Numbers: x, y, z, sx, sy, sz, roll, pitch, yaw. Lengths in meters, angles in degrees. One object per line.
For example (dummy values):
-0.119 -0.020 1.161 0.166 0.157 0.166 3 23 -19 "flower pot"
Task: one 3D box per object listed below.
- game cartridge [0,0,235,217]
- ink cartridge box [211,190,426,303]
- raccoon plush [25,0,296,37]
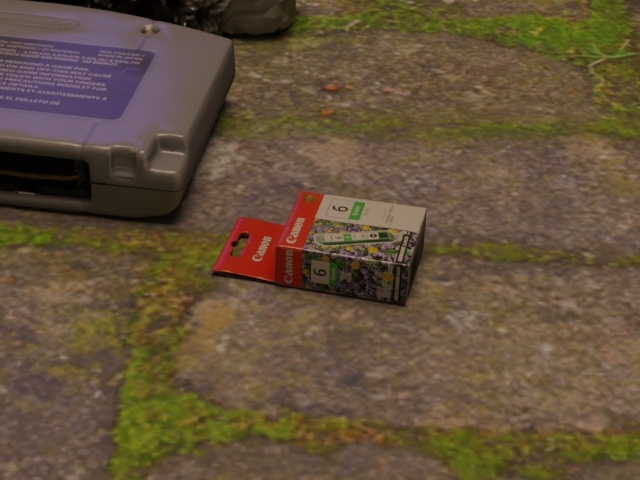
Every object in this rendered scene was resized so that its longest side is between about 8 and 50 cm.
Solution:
-0.212 -0.097 0.994 0.294 0.060 0.196 7 37 7 "game cartridge"
0.000 0.000 0.880 0.115 0.029 0.063 9 35 9 "ink cartridge box"
-0.222 -0.338 1.133 0.446 0.299 0.216 4 33 2 "raccoon plush"
